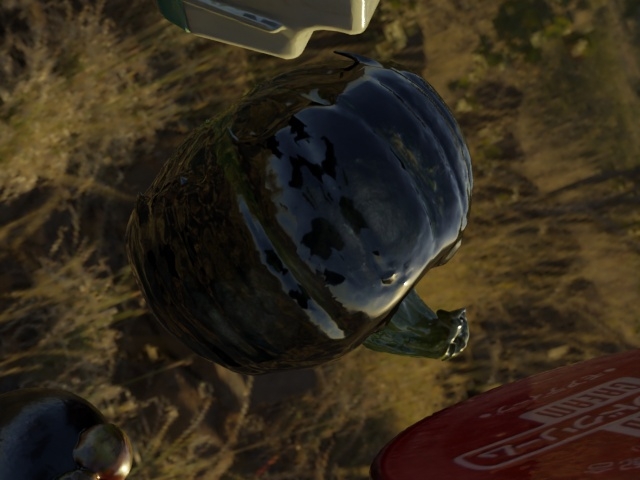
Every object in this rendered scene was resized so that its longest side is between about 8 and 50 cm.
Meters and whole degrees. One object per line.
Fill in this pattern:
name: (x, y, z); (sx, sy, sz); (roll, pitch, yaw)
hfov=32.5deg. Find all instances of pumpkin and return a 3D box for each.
pumpkin: (0.000, 0.000, 0.901); (0.296, 0.296, 0.295); (42, 36, -41)

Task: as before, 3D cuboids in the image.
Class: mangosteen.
mangosteen: (-0.186, 0.174, 0.761); (0.137, 0.151, 0.137); (-22, 116, -56)

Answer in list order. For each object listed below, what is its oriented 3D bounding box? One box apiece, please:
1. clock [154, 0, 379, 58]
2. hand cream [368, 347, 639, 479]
clock: (0.012, -0.229, 0.439); (0.231, 0.116, 0.262); (-60, 167, -23)
hand cream: (0.122, 0.116, 0.396); (0.193, 0.193, 0.125); (-25, 100, -64)
